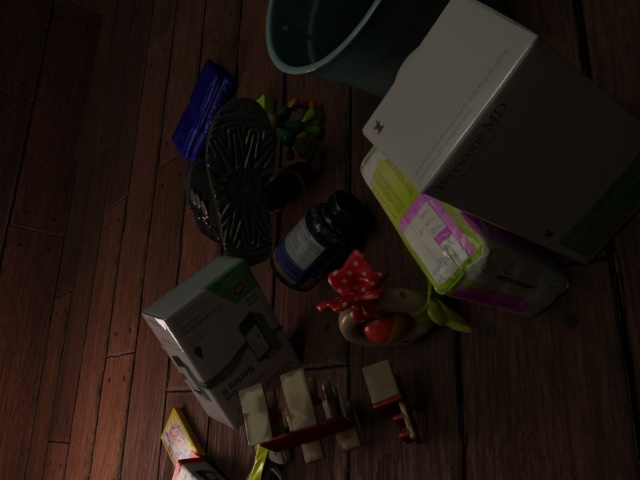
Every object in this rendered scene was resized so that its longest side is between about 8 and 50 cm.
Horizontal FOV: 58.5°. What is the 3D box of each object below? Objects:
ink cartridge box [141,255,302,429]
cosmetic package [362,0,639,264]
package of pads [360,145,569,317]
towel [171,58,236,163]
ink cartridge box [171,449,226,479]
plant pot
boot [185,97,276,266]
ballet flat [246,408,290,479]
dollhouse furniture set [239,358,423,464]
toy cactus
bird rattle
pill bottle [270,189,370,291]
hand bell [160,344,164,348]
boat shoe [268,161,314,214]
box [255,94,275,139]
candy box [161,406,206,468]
[{"bbox_3d":[-0.195,0.208,1.193,0.211,0.289,0.121,-40,25,-31],"label":"ink cartridge box"},{"bbox_3d":[0.261,-0.121,0.719,0.197,0.366,0.155,-56,41,23],"label":"cosmetic package"},{"bbox_3d":[0.206,-0.030,0.867,0.101,0.229,0.296,-52,42,26],"label":"package of pads"},{"bbox_3d":[-0.396,-0.429,1.880,0.308,0.076,0.227,-61,41,17],"label":"towel"},{"bbox_3d":[-0.295,0.616,1.368,0.231,0.078,0.134,18,92,45],"label":"ink cartridge box"},{"bbox_3d":[0.136,-0.389,0.994,0.341,0.334,0.341,-20,63,46],"label":"plant pot"},{"bbox_3d":[-0.236,-0.158,1.399,0.445,0.146,0.367,-146,56,-67],"label":"boot"},{"bbox_3d":[-0.105,0.472,1.218,0.077,0.077,0.231,21,98,31],"label":"ballet flat"},{"bbox_3d":[0.026,0.313,0.973,0.259,0.262,0.135,-22,58,9],"label":"dollhouse furniture set"},{"bbox_3d":[-0.085,-0.270,1.367,0.112,0.181,0.219,122,149,-51],"label":"toy cactus"},{"bbox_3d":[0.111,0.124,0.938,0.207,0.254,0.143,112,150,-48],"label":"bird rattle"},{"bbox_3d":[0.000,0.000,1.199,0.219,0.123,0.122,-47,46,30],"label":"pill bottle"},{"bbox_3d":[-0.330,0.206,1.579,0.126,0.126,0.242,9,71,52],"label":"hand bell"},{"bbox_3d":[-0.093,-0.131,1.409,0.095,0.095,0.257,-50,20,-28],"label":"boat shoe"},{"bbox_3d":[-0.171,-0.301,1.581,0.109,0.042,0.178,-25,59,45],"label":"box"},{"bbox_3d":[-0.374,0.556,1.547,0.206,0.027,0.105,35,102,50],"label":"candy box"}]
